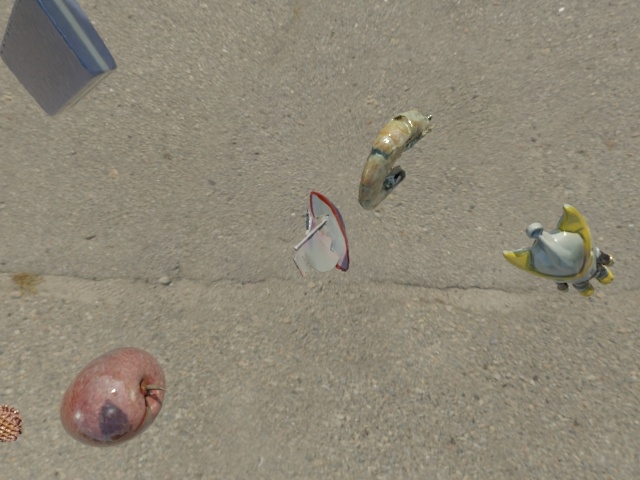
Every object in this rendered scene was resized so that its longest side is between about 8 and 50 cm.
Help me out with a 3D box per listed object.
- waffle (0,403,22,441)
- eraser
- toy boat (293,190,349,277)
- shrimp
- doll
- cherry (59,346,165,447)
[{"bbox_3d":[-0.641,0.368,0.952,0.075,0.029,0.083,-5,107,-1],"label":"waffle"},{"bbox_3d":[-0.259,-0.175,0.455,0.036,0.225,0.081,-45,117,-28],"label":"eraser"},{"bbox_3d":[0.014,0.014,1.192,0.072,0.318,0.219,-20,123,21],"label":"toy boat"},{"bbox_3d":[0.184,-0.200,1.127,0.085,0.360,0.246,29,138,17],"label":"shrimp"},{"bbox_3d":[0.506,0.040,0.979,0.146,0.316,0.103,-22,54,41],"label":"doll"},{"bbox_3d":[-0.488,0.371,1.136,0.286,0.236,0.212,-17,92,21],"label":"cherry"}]
